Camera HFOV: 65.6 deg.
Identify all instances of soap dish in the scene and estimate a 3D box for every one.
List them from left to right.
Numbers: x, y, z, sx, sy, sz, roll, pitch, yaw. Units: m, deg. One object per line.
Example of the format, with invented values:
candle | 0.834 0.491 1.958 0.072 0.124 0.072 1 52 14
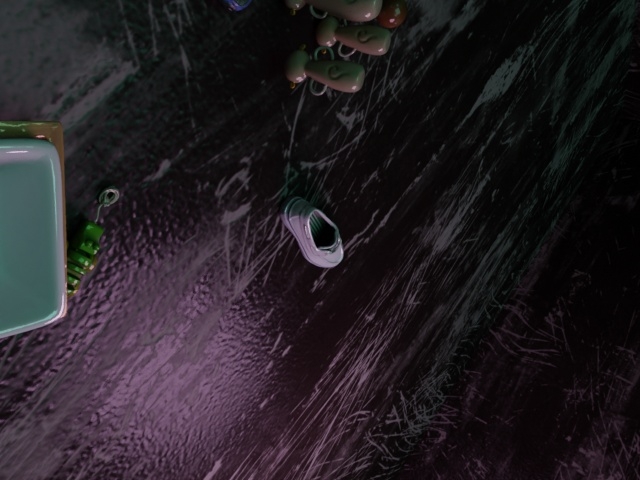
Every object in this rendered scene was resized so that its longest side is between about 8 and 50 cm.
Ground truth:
soap dish | -0.394 0.000 0.453 0.291 0.118 0.228 -14 120 -46

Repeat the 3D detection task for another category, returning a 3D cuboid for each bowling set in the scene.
bowling set | 0.040 -0.367 0.785 0.200 0.154 0.286 -17 123 -67

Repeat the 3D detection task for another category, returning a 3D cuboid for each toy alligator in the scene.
toy alligator | -0.304 0.016 0.625 0.189 0.051 0.056 -58 143 -9

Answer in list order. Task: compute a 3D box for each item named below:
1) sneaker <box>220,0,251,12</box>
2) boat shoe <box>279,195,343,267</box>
sneaker | -0.076 -0.403 0.638 0.083 0.087 0.221 17 96 -52
boat shoe | 0.000 0.000 0.963 0.083 0.076 0.226 -58 142 -9
